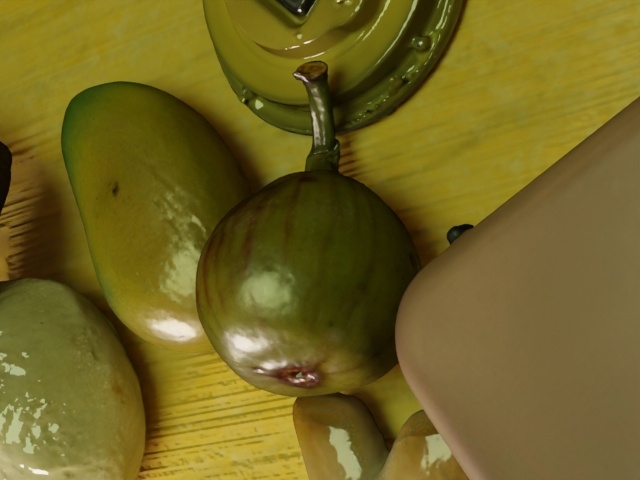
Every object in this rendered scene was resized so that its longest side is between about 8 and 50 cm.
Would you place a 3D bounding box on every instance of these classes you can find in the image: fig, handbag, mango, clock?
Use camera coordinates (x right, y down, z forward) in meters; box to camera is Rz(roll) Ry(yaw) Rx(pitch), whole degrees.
[{"bbox_3d":[-0.012,0.010,0.961,0.142,0.148,0.186,-30,37,22],"label":"fig"},{"bbox_3d":[0.212,0.066,0.767,0.302,0.149,0.283,-40,62,28],"label":"handbag"},{"bbox_3d":[-0.115,-0.027,1.069,0.137,0.091,0.237,-33,68,26],"label":"mango"},{"bbox_3d":[-0.006,-0.190,1.012,0.237,0.057,0.237,-4,84,39],"label":"clock"}]

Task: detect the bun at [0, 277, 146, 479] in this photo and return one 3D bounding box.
[{"bbox_3d":[-0.238,0.132,1.134,0.222,0.127,0.222,0,89,37],"label":"bun"}]

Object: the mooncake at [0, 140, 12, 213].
[{"bbox_3d":[-0.344,0.006,1.169,0.245,0.133,0.245,-42,35,38],"label":"mooncake"}]

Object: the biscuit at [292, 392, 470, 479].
[{"bbox_3d":[0.040,0.206,0.960,0.164,0.047,0.208,3,90,40],"label":"biscuit"}]
